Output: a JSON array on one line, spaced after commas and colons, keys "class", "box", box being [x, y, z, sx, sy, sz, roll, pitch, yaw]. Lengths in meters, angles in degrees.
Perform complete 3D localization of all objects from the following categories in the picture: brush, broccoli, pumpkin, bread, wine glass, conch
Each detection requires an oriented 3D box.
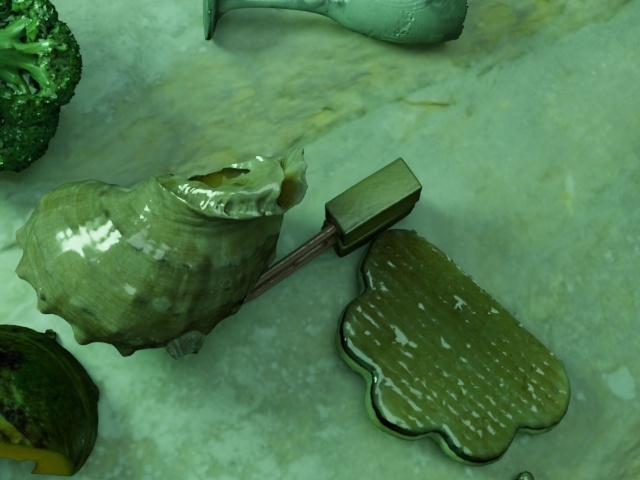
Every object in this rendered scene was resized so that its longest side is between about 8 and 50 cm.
[{"class": "brush", "box": [0.000, 0.000, 1.097, 0.233, 0.103, 0.047, -32, 78, -9]}, {"class": "broccoli", "box": [-0.376, -0.189, 1.003, 0.269, 0.270, 0.270, 1, 95, 7]}, {"class": "pumpkin", "box": [-0.355, 0.140, 0.964, 0.278, 0.111, 0.163, -2, 60, -13]}, {"class": "bread", "box": [0.126, 0.129, 1.094, 0.286, 0.056, 0.207, 46, 67, 7]}, {"class": "wine glass", "box": [0.019, -0.199, 1.194, 0.309, 0.096, 0.264, -1, 89, -11]}, {"class": "conch", "box": [-0.139, 0.004, 1.006, 0.263, 0.324, 0.186, -50, 129, -52]}]

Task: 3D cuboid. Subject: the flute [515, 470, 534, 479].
[{"class": "flute", "box": [0.253, 0.357, 1.056, 0.027, 0.027, 0.233, -14, 74, -15]}]
